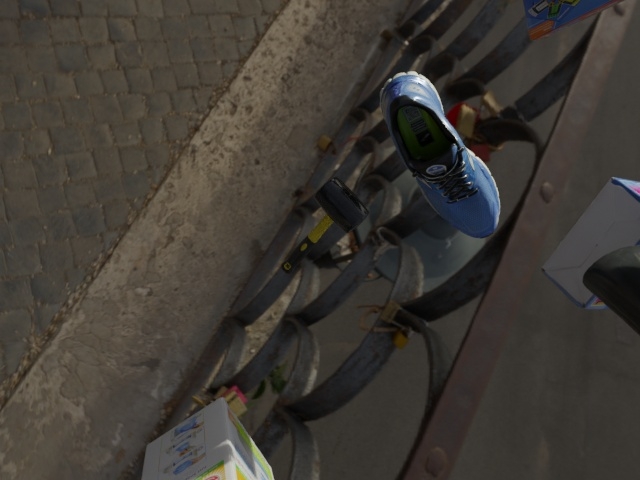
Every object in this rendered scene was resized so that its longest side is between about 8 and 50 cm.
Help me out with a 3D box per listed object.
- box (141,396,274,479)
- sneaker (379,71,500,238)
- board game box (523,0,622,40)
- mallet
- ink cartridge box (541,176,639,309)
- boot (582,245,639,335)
[{"bbox_3d":[-0.107,0.263,0.588,0.103,0.203,0.114,-32,102,-7],"label":"box"},{"bbox_3d":[0.203,-0.126,1.022,0.330,0.129,0.147,51,26,-17],"label":"sneaker"},{"bbox_3d":[0.310,-0.336,0.672,0.027,0.281,0.145,-13,97,-9],"label":"board game box"},{"bbox_3d":[0.000,0.000,0.730,0.062,0.190,0.039,42,51,10],"label":"mallet"},{"bbox_3d":[0.744,0.016,1.348,0.395,0.270,0.151,2,39,-35],"label":"ink cartridge box"},{"bbox_3d":[0.510,0.162,0.812,0.367,0.146,0.445,1,37,-15],"label":"boot"}]
